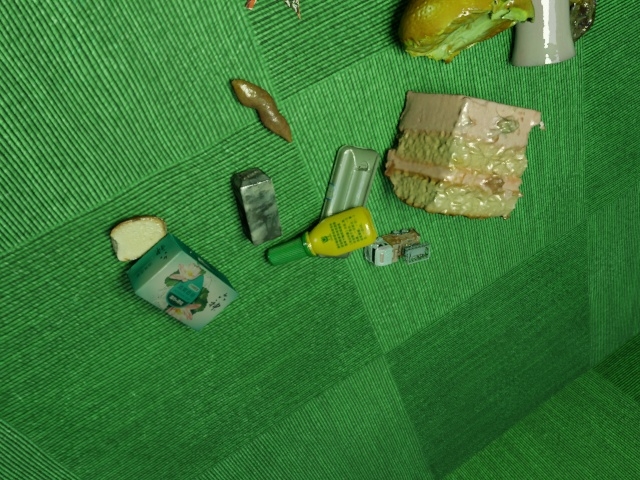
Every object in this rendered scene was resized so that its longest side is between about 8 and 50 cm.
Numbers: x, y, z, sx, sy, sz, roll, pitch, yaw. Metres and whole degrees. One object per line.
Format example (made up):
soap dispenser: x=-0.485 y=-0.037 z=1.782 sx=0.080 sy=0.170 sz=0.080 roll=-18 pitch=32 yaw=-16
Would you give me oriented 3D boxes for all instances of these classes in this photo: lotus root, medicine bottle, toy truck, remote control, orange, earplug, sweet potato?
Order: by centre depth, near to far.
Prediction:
sweet potato: x=-0.131 y=-0.316 z=1.202 sx=0.065 sy=0.051 sz=0.218 roll=-50 pitch=128 yaw=-1
orange: x=0.353 y=-0.554 z=1.210 sx=0.335 sy=0.263 sz=0.195 roll=-6 pitch=102 yaw=-26
earplug: x=0.609 y=-0.650 z=1.364 sx=0.173 sy=0.172 sz=0.301 roll=-23 pitch=119 yaw=-16
medicine bottle: x=0.000 y=0.000 z=1.372 sx=0.309 sy=0.076 sz=0.111 roll=-19 pitch=85 yaw=6
remote control: x=0.076 y=-0.101 z=1.418 sx=0.128 sy=0.065 sz=0.335 roll=1 pitch=115 yaw=-31
lotus root: x=0.747 y=-0.667 z=1.474 sx=0.204 sy=0.078 sz=0.183 roll=23 pitch=102 yaw=-33
toy truck: x=0.235 y=0.029 z=1.542 sx=0.178 sy=0.115 sz=0.080 roll=-13 pitch=121 yaw=-20

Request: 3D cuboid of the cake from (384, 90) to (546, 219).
cake: x=0.374 y=-0.239 z=1.372 sx=0.315 sy=0.293 sz=0.306 roll=0 pitch=110 yaw=-33

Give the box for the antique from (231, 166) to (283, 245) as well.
antique: x=-0.164 y=-0.092 z=1.280 sx=0.086 sy=0.088 sz=0.182 roll=-21 pitch=123 yaw=-19

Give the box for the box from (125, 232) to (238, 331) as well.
box: x=-0.345 y=0.112 z=1.264 sx=0.153 sy=0.092 sz=0.245 roll=-44 pitch=137 yaw=-2

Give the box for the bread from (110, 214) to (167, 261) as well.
bread: x=-0.441 y=-0.008 z=1.206 sx=0.129 sy=0.044 sz=0.126 roll=-12 pitch=128 yaw=-27

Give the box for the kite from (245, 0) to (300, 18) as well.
kite: x=-0.109 y=-0.592 z=1.093 sx=0.232 sy=0.009 sz=0.189 roll=27 pitch=100 yaw=-36
